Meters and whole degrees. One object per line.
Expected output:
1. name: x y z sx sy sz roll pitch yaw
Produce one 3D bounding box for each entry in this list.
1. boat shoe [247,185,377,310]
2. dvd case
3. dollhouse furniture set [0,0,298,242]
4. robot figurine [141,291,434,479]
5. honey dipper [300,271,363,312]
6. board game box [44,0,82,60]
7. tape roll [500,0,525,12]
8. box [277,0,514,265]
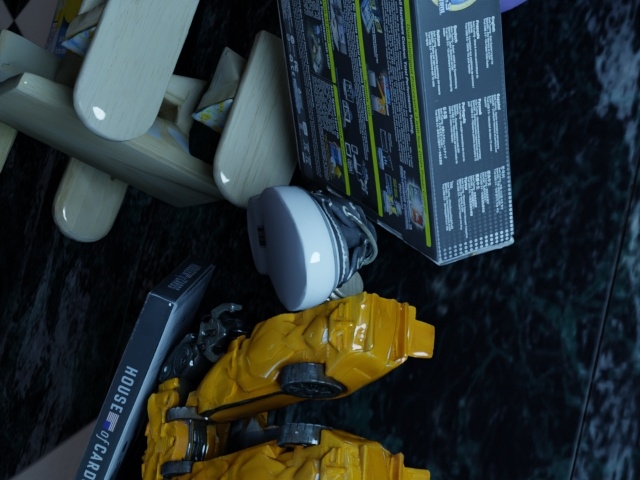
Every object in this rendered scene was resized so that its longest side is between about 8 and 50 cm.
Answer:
1. boat shoe: 0.000 0.000 0.890 0.228 0.076 0.080 -175 78 -80
2. dvd case: -0.158 0.137 1.111 0.179 0.030 0.238 -62 -5 -80
3. dollhouse furniture set: -0.270 -0.088 1.121 0.362 0.394 0.256 -7 61 57
4. robot figurine: -0.039 0.143 0.945 0.291 0.085 0.211 -24 55 51
5. honey dipper: -0.023 0.066 1.013 0.161 0.030 0.030 -41 43 45
6. board game box: -0.202 -0.335 1.415 0.254 0.079 0.336 19 94 66
7. tape roll: 0.112 -0.258 0.910 0.189 0.080 0.189 -32 50 48
8. box: 0.039 -0.145 0.862 0.216 0.060 0.270 35 138 58
